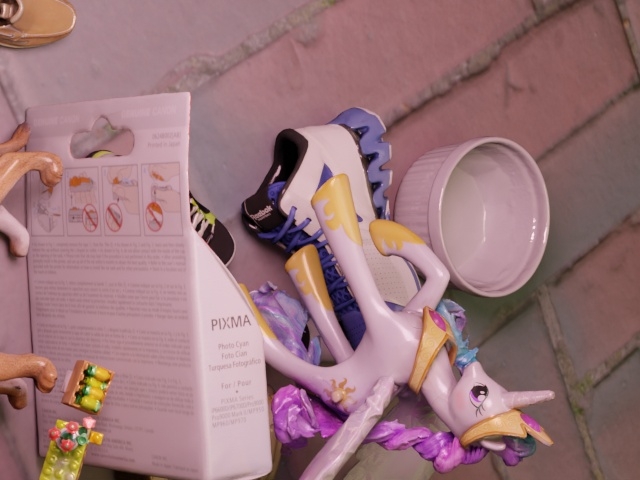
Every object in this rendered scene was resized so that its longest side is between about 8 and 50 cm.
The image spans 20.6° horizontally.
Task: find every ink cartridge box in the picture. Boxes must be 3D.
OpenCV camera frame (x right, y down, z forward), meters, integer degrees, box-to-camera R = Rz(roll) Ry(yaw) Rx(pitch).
[{"bbox_3d":[-0.187,0.046,1.820,0.091,0.308,0.385,-4,93,-41],"label":"ink cartridge box"}]

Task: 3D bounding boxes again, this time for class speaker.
[{"bbox_3d":[0.019,0.125,2.166,0.136,0.055,0.055,7,87,-40],"label":"speaker"}]

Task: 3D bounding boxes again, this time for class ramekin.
[{"bbox_3d":[0.189,-0.031,2.272,0.207,0.109,0.207,-2,93,-41],"label":"ramekin"}]

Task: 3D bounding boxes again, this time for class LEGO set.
[{"bbox_3d":[-0.294,0.237,1.697,0.287,0.107,0.132,-38,82,-10],"label":"LEGO set"}]

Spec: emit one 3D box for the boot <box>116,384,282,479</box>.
[{"bbox_3d":[-0.139,0.180,2.003,0.203,0.095,0.262,-15,103,-39],"label":"boot"}]

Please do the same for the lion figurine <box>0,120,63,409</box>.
[{"bbox_3d":[-0.392,0.056,1.778,0.240,0.142,0.392,6,73,-33],"label":"lion figurine"}]

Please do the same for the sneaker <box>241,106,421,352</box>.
[{"bbox_3d":[0.000,-0.001,2.097,0.182,0.127,0.315,-5,78,-33],"label":"sneaker"}]

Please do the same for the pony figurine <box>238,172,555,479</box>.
[{"bbox_3d":[0.047,0.164,1.921,0.363,0.351,0.303,52,25,19],"label":"pony figurine"}]

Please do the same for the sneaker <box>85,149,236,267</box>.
[{"bbox_3d":[-0.172,-0.024,1.968,0.235,0.097,0.084,33,71,-37],"label":"sneaker"}]

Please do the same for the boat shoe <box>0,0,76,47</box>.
[{"bbox_3d":[-0.329,-0.238,1.841,0.190,0.072,0.068,-3,93,-41],"label":"boat shoe"}]
